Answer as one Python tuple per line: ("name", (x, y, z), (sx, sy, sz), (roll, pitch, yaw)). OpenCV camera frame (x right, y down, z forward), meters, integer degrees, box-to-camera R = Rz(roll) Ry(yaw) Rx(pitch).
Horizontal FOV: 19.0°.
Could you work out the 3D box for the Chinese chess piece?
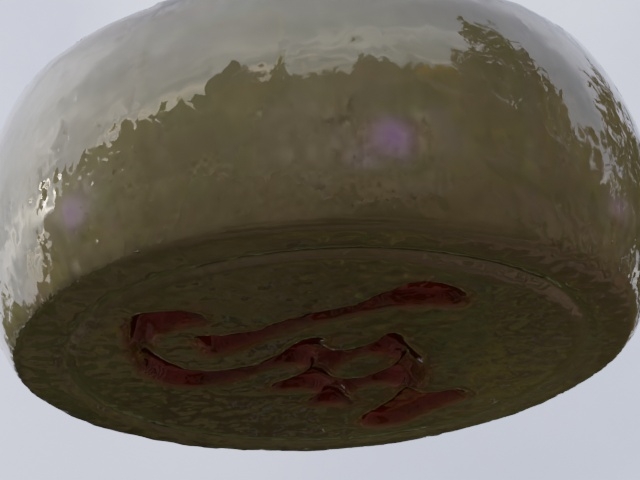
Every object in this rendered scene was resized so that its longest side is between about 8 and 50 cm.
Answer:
("Chinese chess piece", (0.000, 0.000, 0.759), (0.273, 0.102, 0.273), (-4, -24, -2))
